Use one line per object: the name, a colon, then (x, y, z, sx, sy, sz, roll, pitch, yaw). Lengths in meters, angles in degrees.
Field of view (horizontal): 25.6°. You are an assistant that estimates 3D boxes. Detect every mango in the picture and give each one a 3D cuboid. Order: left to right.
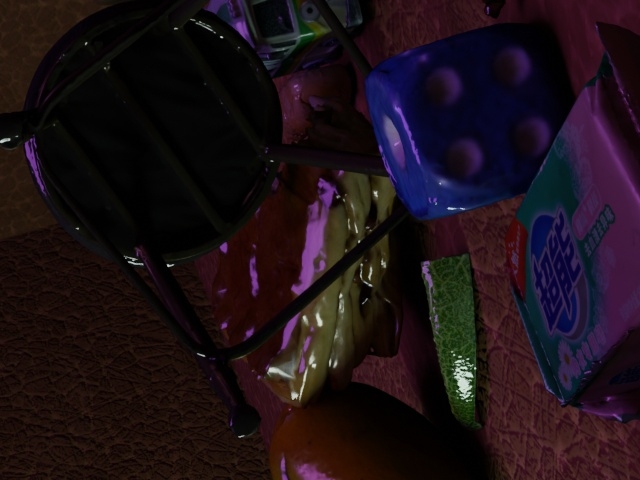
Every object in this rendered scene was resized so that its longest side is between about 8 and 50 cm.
mango: (0.080, 0.300, 1.756, 0.365, 0.253, 0.182, 29, 97, 56)

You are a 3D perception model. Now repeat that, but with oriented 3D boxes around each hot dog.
hot dog: (-0.013, -0.179, 1.885, 0.242, 0.084, 0.073, 162, 89, -77)

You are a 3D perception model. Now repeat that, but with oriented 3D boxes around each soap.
soap: (0.222, -0.001, 1.036, 0.273, 0.098, 0.218, 106, 152, -64)

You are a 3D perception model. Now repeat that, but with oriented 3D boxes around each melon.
melon: (0.150, 0.120, 1.628, 0.114, 0.053, 0.262, -114, 12, -63)

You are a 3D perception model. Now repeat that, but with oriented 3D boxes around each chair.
chair: (-0.119, -0.096, 1.427, 0.365, 0.362, 0.410, 53, 167, -20)

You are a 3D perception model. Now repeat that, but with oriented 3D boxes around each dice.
dice: (0.127, -0.101, 1.215, 0.143, 0.146, 0.146, -179, 73, -79)

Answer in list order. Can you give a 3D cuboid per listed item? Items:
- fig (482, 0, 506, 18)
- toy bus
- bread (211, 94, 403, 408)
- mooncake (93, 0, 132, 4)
fig: (0.127, -0.255, 1.154, 0.117, 0.117, 0.177, 66, -173, 34)
toy bus: (-0.053, -0.279, 1.742, 0.276, 0.164, 0.134, 152, 101, -78)
bread: (0.000, 0.000, 1.783, 0.314, 0.191, 0.370, -134, 50, -58)
mooncake: (-0.184, -0.418, 1.864, 0.284, 0.284, 0.155, -177, 70, -77)
